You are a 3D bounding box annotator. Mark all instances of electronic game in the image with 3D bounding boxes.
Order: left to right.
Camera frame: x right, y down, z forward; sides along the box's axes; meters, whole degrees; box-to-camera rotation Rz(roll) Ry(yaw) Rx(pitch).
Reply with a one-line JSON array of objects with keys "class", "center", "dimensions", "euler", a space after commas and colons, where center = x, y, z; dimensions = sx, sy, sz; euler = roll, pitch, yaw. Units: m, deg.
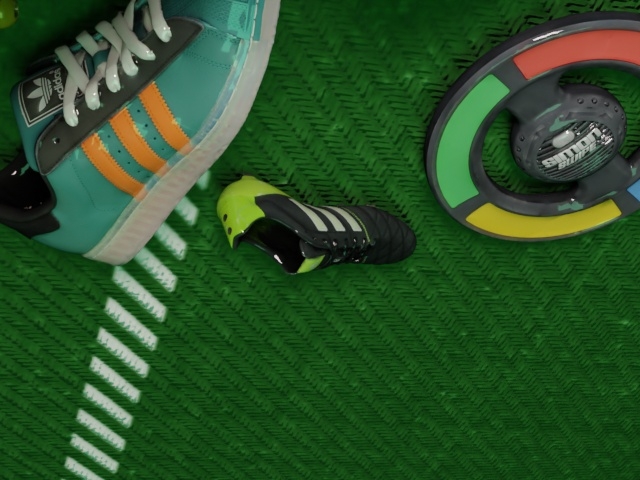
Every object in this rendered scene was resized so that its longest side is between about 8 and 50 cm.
[{"class": "electronic game", "center": [0.193, -0.081, 0.881], "dimensions": [0.229, 0.048, 0.229], "euler": [-6, 138, -6]}]

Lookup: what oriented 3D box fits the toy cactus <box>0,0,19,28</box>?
[{"class": "toy cactus", "center": [-0.268, -0.173, 0.632], "dimensions": [0.219, 0.112, 0.180], "euler": [-11, 124, 41]}]

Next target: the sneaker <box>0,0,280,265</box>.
[{"class": "sneaker", "center": [-0.134, -0.092, 0.749], "dimensions": [0.121, 0.108, 0.302], "euler": [12, 135, -31]}]

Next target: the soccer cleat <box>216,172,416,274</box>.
[{"class": "soccer cleat", "center": [0.000, 0.000, 0.907], "dimensions": [0.179, 0.072, 0.060], "euler": [14, 133, -26]}]
